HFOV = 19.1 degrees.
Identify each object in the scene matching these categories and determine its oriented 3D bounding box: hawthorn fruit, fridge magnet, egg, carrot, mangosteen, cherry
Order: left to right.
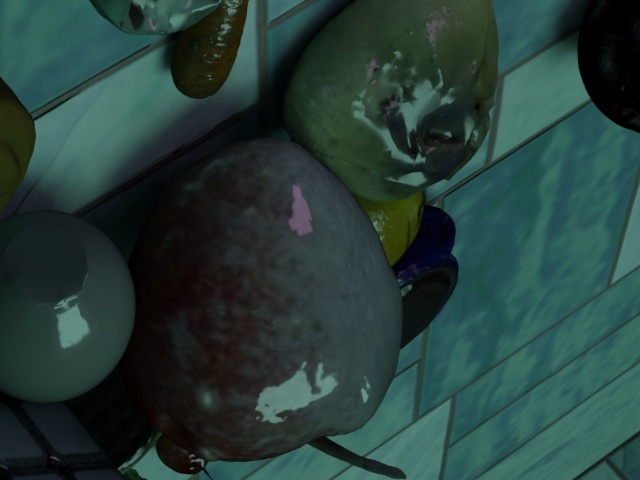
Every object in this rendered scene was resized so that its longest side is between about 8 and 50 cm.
[{"bbox_3d":[-0.269,0.070,1.855,0.176,0.176,0.232,-29,156,-25],"label":"egg"},{"bbox_3d":[-0.165,0.281,2.455,0.067,0.103,0.067,-30,144,-24],"label":"hawthorn fruit"},{"bbox_3d":[-0.098,-0.209,1.786,0.060,0.060,0.186,-21,147,-38],"label":"carrot"},{"bbox_3d":[-0.053,0.065,1.990,0.326,0.291,0.335,9,90,-50],"label":"cherry"},{"bbox_3d":[0.075,0.065,2.431,0.265,0.113,0.265,-35,156,-18],"label":"fridge magnet"},{"bbox_3d":[0.418,-0.238,2.352,0.211,0.211,0.250,-47,-175,13],"label":"mangosteen"}]

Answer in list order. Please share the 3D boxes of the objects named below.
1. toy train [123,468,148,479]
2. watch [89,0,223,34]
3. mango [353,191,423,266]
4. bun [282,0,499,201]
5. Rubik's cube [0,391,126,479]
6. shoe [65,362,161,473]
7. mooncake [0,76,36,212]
[{"bbox_3d":[-0.332,0.414,2.355,0.326,0.129,0.159,-42,-179,-4],"label":"toy train"},{"bbox_3d":[-0.092,-0.281,1.572,0.253,0.162,0.241,-31,161,-19],"label":"watch"},{"bbox_3d":[0.000,0.000,2.198,0.262,0.130,0.167,-40,149,8],"label":"mango"},{"bbox_3d":[0.093,-0.156,2.027,0.273,0.168,0.273,-30,146,-23],"label":"bun"},{"bbox_3d":[-0.400,0.286,1.882,0.301,0.305,0.303,-50,156,17],"label":"Rubik's cube"},{"bbox_3d":[-0.296,0.268,2.221,0.336,0.132,0.171,-36,160,-7],"label":"shoe"},{"bbox_3d":[-0.360,-0.047,1.606,0.235,0.117,0.235,-35,154,-20],"label":"mooncake"}]
